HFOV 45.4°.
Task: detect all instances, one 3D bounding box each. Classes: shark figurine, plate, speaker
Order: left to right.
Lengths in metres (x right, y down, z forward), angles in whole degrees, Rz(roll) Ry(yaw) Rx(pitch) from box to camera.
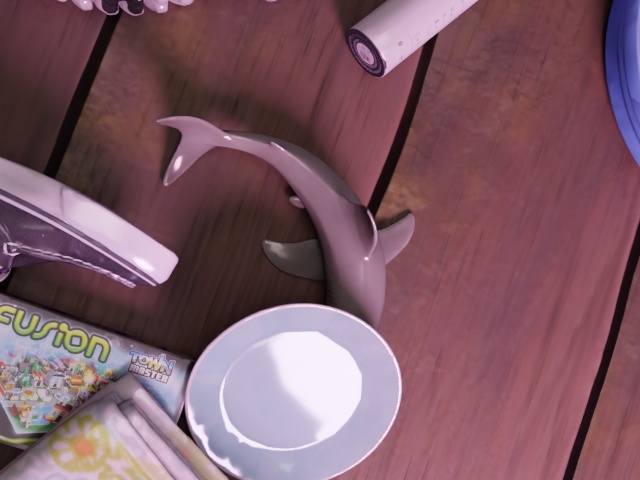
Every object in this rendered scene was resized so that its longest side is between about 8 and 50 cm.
[{"bbox_3d":[-0.023,0.134,0.666,0.188,0.024,0.188,-3,113,-8],"label":"plate"},{"bbox_3d":[-0.002,-0.029,0.665,0.166,0.116,0.278,-41,99,-14],"label":"shark figurine"},{"bbox_3d":[0.092,-0.216,0.726,0.136,0.055,0.055,-41,97,-13],"label":"speaker"}]

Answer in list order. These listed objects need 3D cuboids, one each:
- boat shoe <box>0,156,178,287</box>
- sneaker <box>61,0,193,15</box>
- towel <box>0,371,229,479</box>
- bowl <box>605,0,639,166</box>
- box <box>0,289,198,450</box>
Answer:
[{"bbox_3d":[-0.265,-0.014,0.597,0.301,0.108,0.102,24,80,-9],"label":"boat shoe"},{"bbox_3d":[-0.120,-0.269,0.657,0.292,0.110,0.118,-11,82,-23],"label":"sneaker"},{"bbox_3d":[-0.189,0.333,0.590,0.374,0.090,0.320,-40,97,-7],"label":"towel"},{"bbox_3d":[0.479,-0.189,0.814,0.391,0.077,0.391,1,87,-15],"label":"bowl"},{"bbox_3d":[-0.219,0.119,0.638,0.206,0.036,0.114,21,82,-12],"label":"box"}]
